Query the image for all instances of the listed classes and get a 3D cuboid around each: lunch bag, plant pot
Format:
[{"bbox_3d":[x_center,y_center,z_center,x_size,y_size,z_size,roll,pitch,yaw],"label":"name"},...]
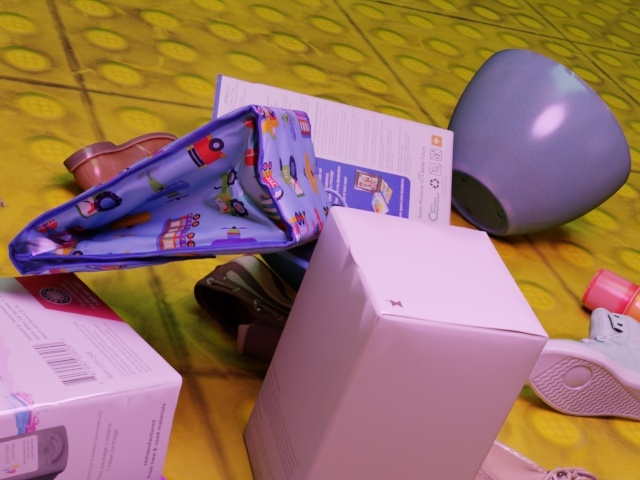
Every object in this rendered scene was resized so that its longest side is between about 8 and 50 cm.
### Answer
[{"bbox_3d":[-0.154,-0.029,1.184,0.293,0.138,0.221,-16,1,12],"label":"lunch bag"},{"bbox_3d":[0.299,-0.121,1.853,0.290,0.290,0.195,37,69,26],"label":"plant pot"}]

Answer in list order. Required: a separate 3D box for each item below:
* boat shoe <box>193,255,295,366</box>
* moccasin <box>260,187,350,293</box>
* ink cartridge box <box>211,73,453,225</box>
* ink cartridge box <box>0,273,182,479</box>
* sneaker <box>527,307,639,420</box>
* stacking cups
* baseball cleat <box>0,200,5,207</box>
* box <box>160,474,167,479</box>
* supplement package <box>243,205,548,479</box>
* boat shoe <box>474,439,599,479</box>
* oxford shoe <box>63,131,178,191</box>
[{"bbox_3d":[-0.055,0.113,1.366,0.095,0.095,0.257,-17,38,-34],"label":"boat shoe"},{"bbox_3d":[0.000,0.000,1.402,0.138,0.117,0.342,47,-6,-16],"label":"moccasin"},{"bbox_3d":[0.013,-0.109,1.719,0.371,0.069,0.176,13,67,-19],"label":"ink cartridge box"},{"bbox_3d":[-0.314,0.140,1.065,0.306,0.131,0.226,-6,30,-38],"label":"ink cartridge box"},{"bbox_3d":[0.345,0.147,1.555,0.256,0.094,0.151,17,33,-28],"label":"sneaker"},{"bbox_3d":[0.520,0.141,1.696,0.316,0.096,0.096,29,29,18],"label":"stacking cups"},{"bbox_3d":[-0.459,-0.039,1.364,0.109,0.072,0.206,23,24,18],"label":"baseball cleat"},{"bbox_3d":[-0.143,0.278,1.071,0.162,0.029,0.116,39,32,28],"label":"box"},{"bbox_3d":[0.061,0.144,1.163,0.175,0.293,0.177,9,31,-21],"label":"supplement package"},{"bbox_3d":[0.262,0.283,1.262,0.302,0.098,0.109,36,31,25],"label":"boat shoe"},{"bbox_3d":[-0.256,-0.096,1.623,0.076,0.076,0.212,59,34,4],"label":"oxford shoe"}]
